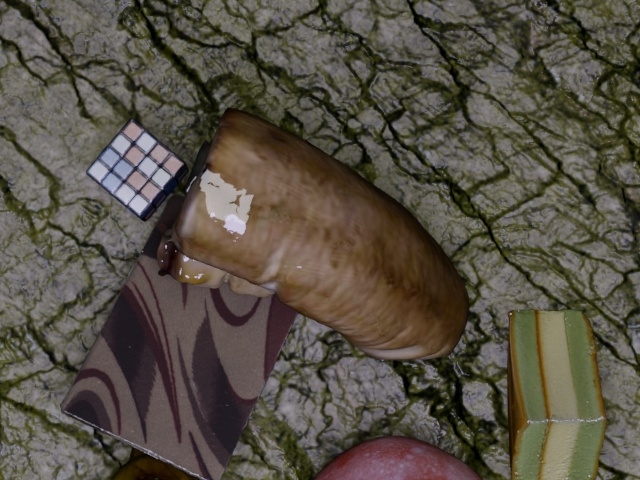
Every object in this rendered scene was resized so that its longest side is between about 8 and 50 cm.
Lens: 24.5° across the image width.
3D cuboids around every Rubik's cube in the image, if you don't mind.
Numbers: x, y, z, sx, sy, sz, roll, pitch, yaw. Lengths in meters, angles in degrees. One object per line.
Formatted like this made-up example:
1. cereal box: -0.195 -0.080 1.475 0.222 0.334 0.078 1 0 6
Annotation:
1. Rubik's cube: -0.232 -0.088 1.884 0.092 0.092 0.092 40 87 1

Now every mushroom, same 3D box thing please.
1. mushroom: 0.022 -0.002 1.782 0.397 0.313 0.224 23 76 -5

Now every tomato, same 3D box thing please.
1. tomato: 0.096 0.378 1.806 0.270 0.227 0.270 0 85 0

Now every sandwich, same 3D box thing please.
1. sandwich: 0.299 0.204 1.929 0.117 0.144 0.187 0 51 -2

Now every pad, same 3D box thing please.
1. pad: -0.160 0.118 1.862 0.220 0.004 0.330 25 66 -1

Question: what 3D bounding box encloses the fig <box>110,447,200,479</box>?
1. fig: -0.199 0.312 1.832 0.190 0.190 0.290 10 73 -2
